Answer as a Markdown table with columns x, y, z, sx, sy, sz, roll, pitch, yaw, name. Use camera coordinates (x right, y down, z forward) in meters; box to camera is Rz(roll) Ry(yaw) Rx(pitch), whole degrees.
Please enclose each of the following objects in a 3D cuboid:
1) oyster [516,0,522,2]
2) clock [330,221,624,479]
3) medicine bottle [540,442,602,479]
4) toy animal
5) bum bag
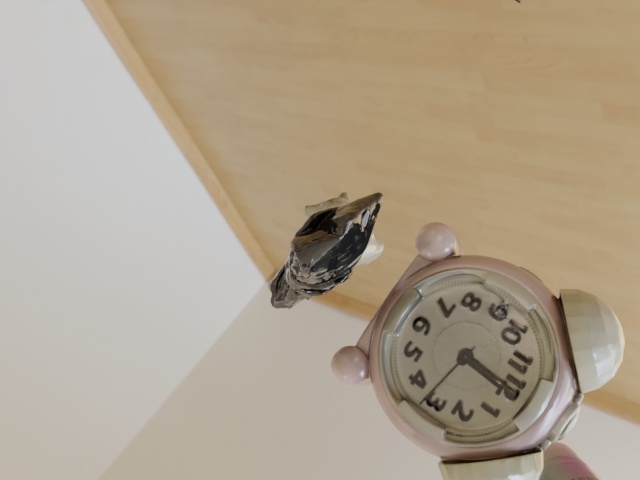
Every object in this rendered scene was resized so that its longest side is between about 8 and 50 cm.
| x | y | z | sx | sy | sz | roll | pitch | yaw | name |
| --- | --- | --- | --- | --- | --- | --- | --- | --- | --- |
| 0.133 | -0.253 | 0.530 | 0.029 | 0.086 | 0.132 | -2 | 101 | 48 | oyster |
| 0.227 | 0.177 | 0.996 | 0.326 | 0.342 | 0.184 | 34 | -174 | 27 | clock |
| 0.472 | 0.502 | 1.252 | 0.152 | 0.152 | 0.254 | 49 | -176 | -19 | medicine bottle |
| 0.000 | 0.000 | 1.559 | 0.266 | 0.308 | 0.188 | 164 | 88 | -76 | toy animal |
| 0.005 | 0.025 | 0.956 | 0.095 | 0.144 | 0.340 | 53 | 163 | 8 | bum bag |
